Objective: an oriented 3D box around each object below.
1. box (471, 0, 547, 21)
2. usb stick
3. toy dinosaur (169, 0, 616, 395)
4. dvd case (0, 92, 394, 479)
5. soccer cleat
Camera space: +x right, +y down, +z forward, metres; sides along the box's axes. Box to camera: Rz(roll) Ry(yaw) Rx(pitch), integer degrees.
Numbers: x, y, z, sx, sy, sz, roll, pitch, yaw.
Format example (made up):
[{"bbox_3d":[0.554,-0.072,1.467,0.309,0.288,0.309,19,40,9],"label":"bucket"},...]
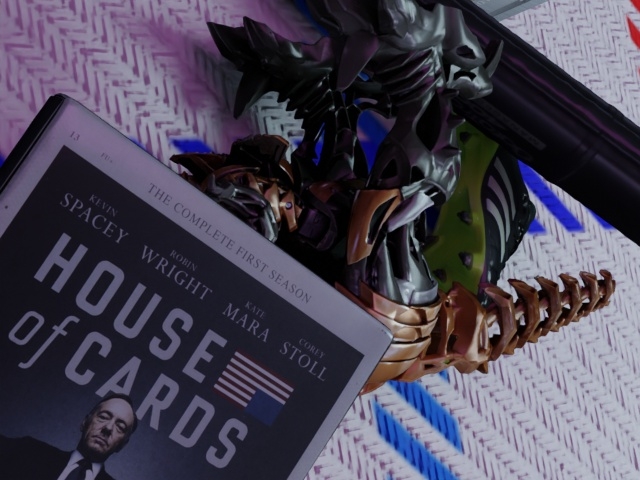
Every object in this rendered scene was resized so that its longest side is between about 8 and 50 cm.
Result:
[{"bbox_3d":[0.122,-0.232,0.728,0.056,0.231,0.183,12,70,-42],"label":"box"},{"bbox_3d":[0.099,-0.088,0.715,0.278,0.077,0.045,35,75,-3],"label":"usb stick"},{"bbox_3d":[0.000,0.000,0.627,0.322,0.164,0.218,12,82,-48],"label":"toy dinosaur"},{"bbox_3d":[-0.099,0.090,0.504,0.179,0.029,0.238,37,83,-27],"label":"dvd case"},{"bbox_3d":[0.095,-0.004,0.751,0.072,0.060,0.178,30,56,-33],"label":"soccer cleat"}]
